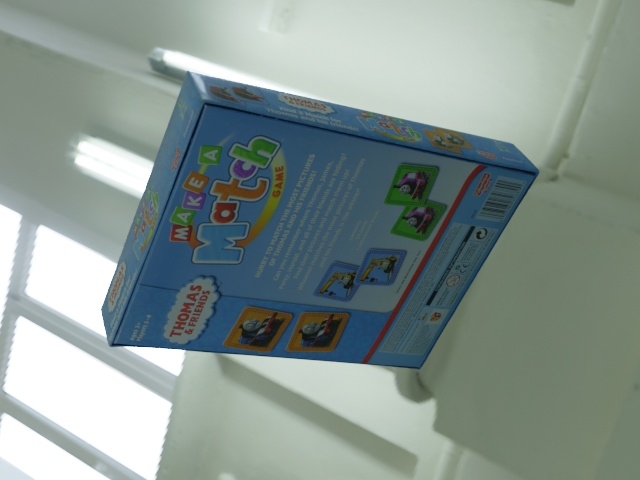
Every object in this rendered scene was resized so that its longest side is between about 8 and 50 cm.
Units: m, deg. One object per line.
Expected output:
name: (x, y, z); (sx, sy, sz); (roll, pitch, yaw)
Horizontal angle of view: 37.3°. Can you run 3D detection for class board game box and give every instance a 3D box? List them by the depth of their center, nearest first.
board game box: (0.000, 0.000, 0.544); (0.211, 0.039, 0.160); (8, -56, -30)
